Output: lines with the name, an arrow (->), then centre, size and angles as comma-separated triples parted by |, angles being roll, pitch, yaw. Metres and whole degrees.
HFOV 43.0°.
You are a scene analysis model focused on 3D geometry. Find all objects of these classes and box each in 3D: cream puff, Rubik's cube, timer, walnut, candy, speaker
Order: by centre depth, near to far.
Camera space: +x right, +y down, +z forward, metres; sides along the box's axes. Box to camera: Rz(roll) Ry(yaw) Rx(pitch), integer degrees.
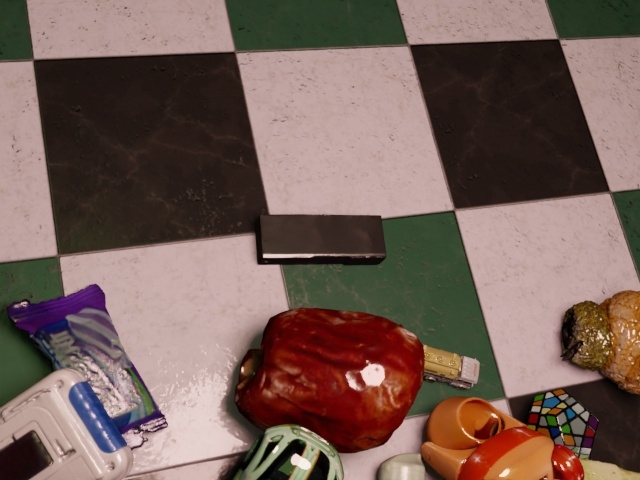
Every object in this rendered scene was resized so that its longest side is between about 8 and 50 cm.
timer -> -0.401, 0.308, 1.102 | 0.253, 0.078, 0.178 | -35, 84, -4
candy -> -0.344, 0.191, 1.208 | 0.145, 0.070, 0.275 | -22, 76, -31
walnut -> 0.017, 0.196, 1.248 | 0.269, 0.222, 0.244 | 18, 34, -1
Rubik's cube -> 0.401, 0.316, 1.360 | 0.133, 0.133, 0.112 | -28, 109, -24
speaker -> 0.000, 0.000, 1.392 | 0.218, 0.044, 0.082 | -1, 71, -17
cream puff -> 0.501, 0.173, 1.423 | 0.169, 0.183, 0.183 | 7, 68, -1

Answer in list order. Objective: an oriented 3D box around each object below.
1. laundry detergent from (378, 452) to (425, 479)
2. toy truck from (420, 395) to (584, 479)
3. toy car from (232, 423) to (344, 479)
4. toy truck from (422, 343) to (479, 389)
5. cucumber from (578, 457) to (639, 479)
laundry detergent -> 0.109, 0.467, 1.234 | 0.143, 0.094, 0.290 | 11, 65, -9
toy truck -> 0.268, 0.381, 1.275 | 0.189, 0.239, 0.265 | -20, 119, -27
toy car -> -0.086, 0.407, 1.127 | 0.136, 0.125, 0.306 | 33, 95, -3
toy truck -> 0.207, 0.210, 1.367 | 0.123, 0.063, 0.052 | 17, 66, -10
cucumber -> 0.514, 0.440, 1.328 | 0.325, 0.105, 0.145 | 20, 37, -19
